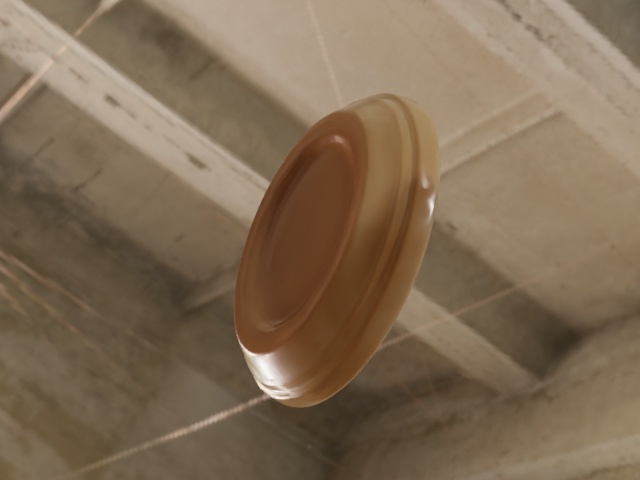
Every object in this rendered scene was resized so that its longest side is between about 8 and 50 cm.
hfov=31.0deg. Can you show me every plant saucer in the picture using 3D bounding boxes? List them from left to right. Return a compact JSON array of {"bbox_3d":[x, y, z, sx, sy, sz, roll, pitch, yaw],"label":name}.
[{"bbox_3d":[0.000,0.000,0.696,0.037,0.200,0.200,22,-32,-24],"label":"plant saucer"}]
